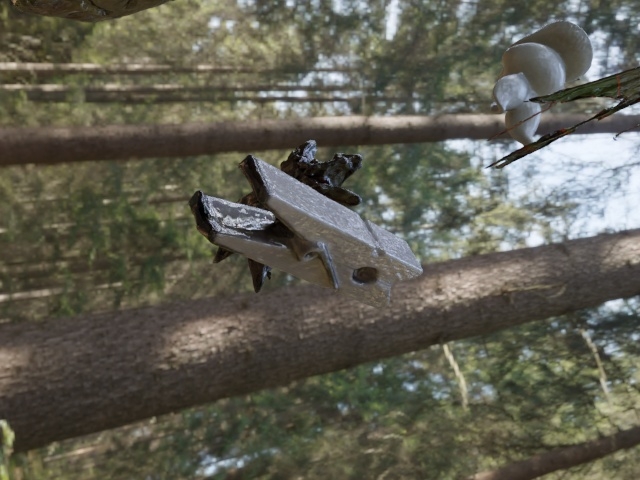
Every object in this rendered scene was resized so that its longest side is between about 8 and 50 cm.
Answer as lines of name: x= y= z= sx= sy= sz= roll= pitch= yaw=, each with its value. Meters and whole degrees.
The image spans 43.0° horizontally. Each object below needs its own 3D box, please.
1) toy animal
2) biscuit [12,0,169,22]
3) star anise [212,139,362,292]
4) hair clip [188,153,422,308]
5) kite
toy animal: x=0.303 y=-0.231 z=1.224 sx=0.130 sy=0.221 sz=0.104 roll=13 pitch=-42 yaw=47
biscuit: x=-0.147 y=-0.314 z=0.833 sx=0.359 sy=0.359 sz=0.046 roll=-21 pitch=-87 yaw=57
star anise: x=-0.063 y=-0.057 z=1.164 sx=0.272 sy=0.102 sz=0.272 roll=-19 pitch=-133 yaw=21
hair clip: x=-0.001 y=-0.003 z=0.990 sx=0.101 sy=0.330 sz=0.085 roll=-45 pitch=-129 yaw=19
kite: x=0.213 y=-0.096 z=0.594 sx=0.244 sy=0.198 sz=0.006 roll=-30 pitch=-111 yaw=57
